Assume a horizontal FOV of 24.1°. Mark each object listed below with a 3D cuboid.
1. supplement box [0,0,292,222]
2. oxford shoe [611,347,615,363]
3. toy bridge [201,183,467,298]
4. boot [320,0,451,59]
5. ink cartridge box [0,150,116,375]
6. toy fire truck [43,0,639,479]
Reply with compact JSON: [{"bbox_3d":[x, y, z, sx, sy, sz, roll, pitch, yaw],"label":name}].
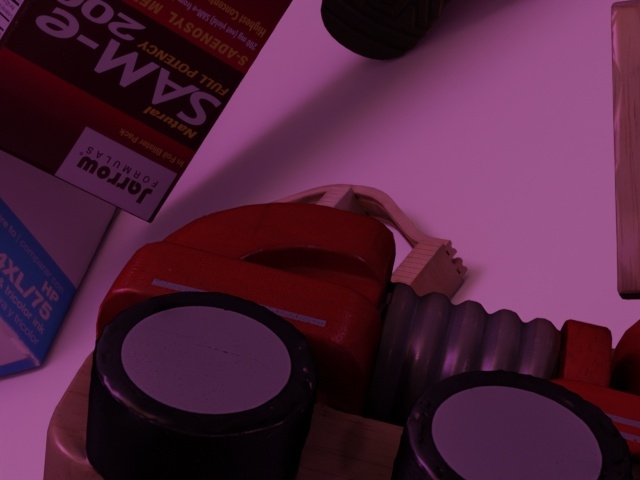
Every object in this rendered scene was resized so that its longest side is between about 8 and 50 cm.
[{"bbox_3d":[-0.086,-0.143,0.779,0.239,0.130,0.073,-57,37,7],"label":"supplement box"},{"bbox_3d":[0.028,0.093,0.530,0.212,0.076,0.076,-32,29,5],"label":"oxford shoe"},{"bbox_3d":[0.000,0.000,0.732,0.188,0.026,0.063,8,49,50],"label":"toy bridge"},{"bbox_3d":[0.084,-0.261,0.888,0.236,0.089,0.269,-44,21,38],"label":"boot"},{"bbox_3d":[-0.248,-0.066,0.904,0.198,0.197,0.270,-16,37,31],"label":"ink cartridge box"},{"bbox_3d":[0.054,0.028,0.461,0.217,0.159,0.246,14,33,6],"label":"toy fire truck"}]
